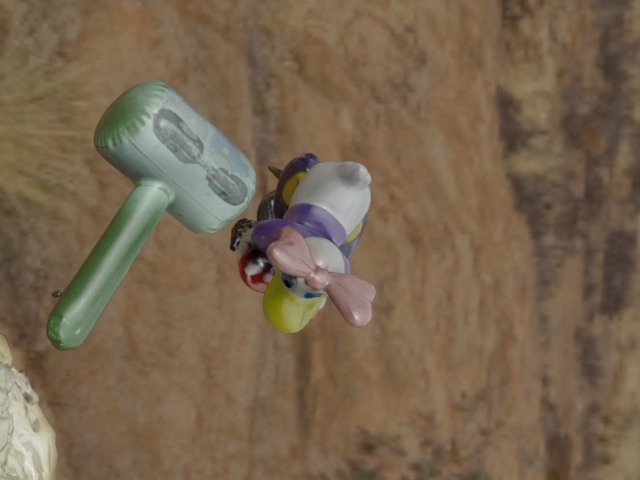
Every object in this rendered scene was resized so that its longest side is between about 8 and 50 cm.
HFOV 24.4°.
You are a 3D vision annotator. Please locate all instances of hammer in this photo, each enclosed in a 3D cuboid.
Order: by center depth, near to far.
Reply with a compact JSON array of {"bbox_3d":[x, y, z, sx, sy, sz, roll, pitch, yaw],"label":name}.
[{"bbox_3d":[-0.224,-0.013,1.741,0.206,0.119,0.335,42,66,-28],"label":"hammer"}]

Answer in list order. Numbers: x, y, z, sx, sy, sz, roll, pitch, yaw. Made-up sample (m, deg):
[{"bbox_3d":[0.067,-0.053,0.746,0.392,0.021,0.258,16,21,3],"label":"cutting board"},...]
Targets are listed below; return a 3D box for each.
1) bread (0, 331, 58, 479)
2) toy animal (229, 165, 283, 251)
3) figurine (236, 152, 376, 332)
[{"bbox_3d":[-0.414,0.293,1.368,0.250,0.394,0.361,45,10,-23],"label":"bread"},{"bbox_3d":[-0.075,-0.038,2.301,0.070,0.105,0.202,-28,152,-58],"label":"toy animal"},{"bbox_3d":[-0.002,0.001,1.835,0.193,0.154,0.421,-50,-170,25],"label":"figurine"}]
